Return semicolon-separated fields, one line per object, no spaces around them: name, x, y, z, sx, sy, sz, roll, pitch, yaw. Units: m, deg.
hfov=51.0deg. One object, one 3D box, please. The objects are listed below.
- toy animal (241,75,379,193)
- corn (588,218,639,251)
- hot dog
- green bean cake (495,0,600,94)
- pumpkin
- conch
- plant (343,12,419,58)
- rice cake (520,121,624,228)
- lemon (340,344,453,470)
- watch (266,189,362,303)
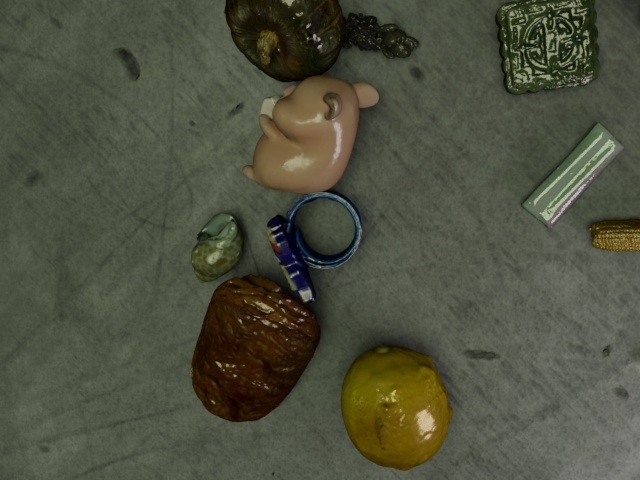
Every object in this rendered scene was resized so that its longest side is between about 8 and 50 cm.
toy animal;-0.028;-0.222;1.380;0.213;0.195;0.256;28;124;19
corn;0.642;-0.010;1.330;0.207;0.068;0.068;0;100;13
hot dog;-0.153;0.233;1.499;0.267;0.174;0.387;28;125;3
green bean cake;0.442;-0.383;1.304;0.183;0.094;0.185;-6;103;14
pumpkin;-0.076;-0.425;1.335;0.260;0.260;0.189;31;69;6
conch;-0.233;0.024;1.531;0.116;0.106;0.173;21;86;31
plant;0.116;-0.420;1.382;0.174;0.087;0.085;18;79;5
rice cake;0.510;-0.130;1.354;0.080;0.042;0.222;41;105;5
lemon;0.158;0.356;1.430;0.233;0.233;0.288;-12;99;15
watch;-0.003;-0.008;1.448;0.200;0.171;0.196;-28;104;5
